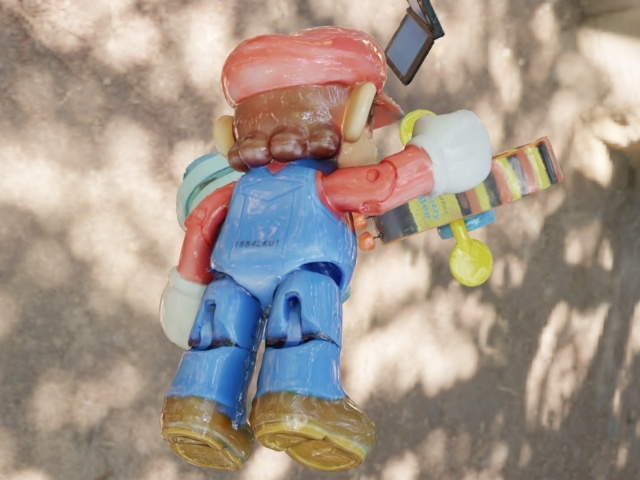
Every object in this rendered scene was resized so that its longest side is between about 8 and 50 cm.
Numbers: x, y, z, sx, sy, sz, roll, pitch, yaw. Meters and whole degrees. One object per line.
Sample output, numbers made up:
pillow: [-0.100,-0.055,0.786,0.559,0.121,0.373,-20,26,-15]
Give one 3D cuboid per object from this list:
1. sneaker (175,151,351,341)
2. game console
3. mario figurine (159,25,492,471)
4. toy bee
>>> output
sneaker: [-0.081,-0.013,0.994,0.127,0.208,0.319,-36,167,-3]
game console: [0.096,-0.262,1.244,0.107,0.071,0.122,59,4,-30]
mario figurine: [0.000,0.000,0.707,0.170,0.198,0.320,111,-9,-63]
toy bee: [0.125,-0.029,1.188,0.162,0.298,0.195,-24,72,-38]
